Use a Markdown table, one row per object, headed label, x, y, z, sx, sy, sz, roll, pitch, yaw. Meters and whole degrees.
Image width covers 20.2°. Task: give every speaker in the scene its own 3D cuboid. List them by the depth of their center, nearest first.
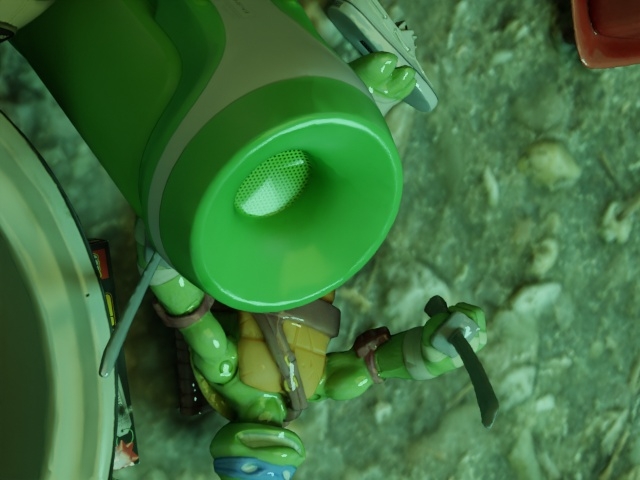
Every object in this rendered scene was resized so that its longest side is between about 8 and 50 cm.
| label | x | y | z | sx | sy | sz | roll | pitch | yaw |
| --- | --- | --- | --- | --- | --- | --- | --- | --- | --- |
| speaker | -0.076 | -0.092 | 0.905 | 0.131 | 0.296 | 0.131 | -18 | 132 | -21 |

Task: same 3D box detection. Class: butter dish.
| label | x | y | z | sx | sy | sz | roll | pitch | yaw |
| --- | --- | --- | --- | --- | --- | --- | --- | --- | --- |
| butter dish | 0.258 | -0.206 | 1.243 | 0.160 | 0.118 | 0.159 | -12 | 99 | -33 |

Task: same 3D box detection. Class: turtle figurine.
| label | x | y | z | sx | sy | sz | roll | pitch | yaw |
| --- | --- | --- | --- | --- | --- | --- | --- | --- | --- |
| turtle figurine | 0.000 | 0.000 | 1.010 | 0.198 | 0.274 | 0.266 | 1 | 69 | 4 |

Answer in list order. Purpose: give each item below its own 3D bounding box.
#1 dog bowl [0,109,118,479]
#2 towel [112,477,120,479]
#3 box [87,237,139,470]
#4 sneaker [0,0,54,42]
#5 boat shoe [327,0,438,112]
| label | x | y | z | sx | sy | sz | roll | pitch | yaw |
| --- | --- | --- | --- | --- | --- | --- | --- | --- | --- |
| dog bowl | -0.310 | 0.085 | 0.855 | 0.408 | 0.150 | 0.408 | -2 | 94 | -35 |
| towel | -0.133 | 0.191 | 1.038 | 0.110 | 0.027 | 0.148 | -54 | 130 | -10 |
| box | -0.158 | 0.074 | 1.031 | 0.094 | 0.027 | 0.137 | -14 | 101 | -34 |
| sneaker | -0.211 | -0.239 | 0.899 | 0.122 | 0.146 | 0.330 | 22 | 47 | -52 |
| boat shoe | 0.047 | -0.126 | 1.155 | 0.100 | 0.035 | 0.035 | 46 | 71 | -21 |
